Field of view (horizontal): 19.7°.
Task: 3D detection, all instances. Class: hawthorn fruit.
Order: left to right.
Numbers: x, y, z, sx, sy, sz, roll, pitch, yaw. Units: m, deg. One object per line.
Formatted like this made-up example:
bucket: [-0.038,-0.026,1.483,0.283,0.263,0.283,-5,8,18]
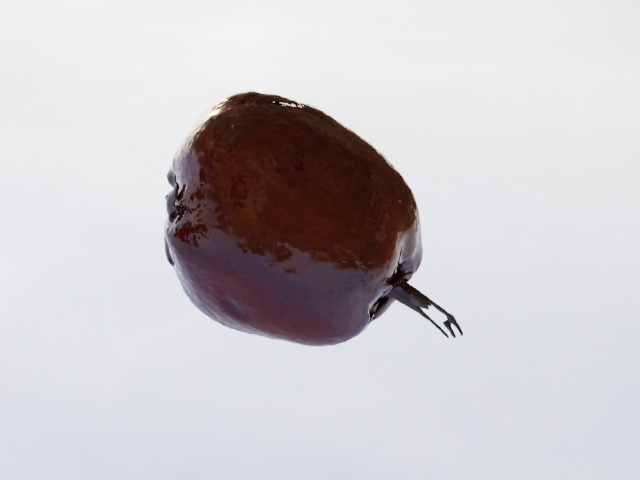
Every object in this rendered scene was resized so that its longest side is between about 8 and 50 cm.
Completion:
hawthorn fruit: [0.000,0.000,1.625,0.299,0.211,0.211,28,-154,7]
